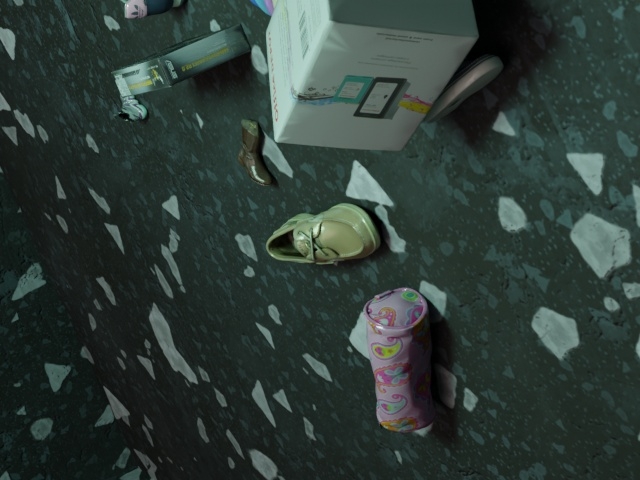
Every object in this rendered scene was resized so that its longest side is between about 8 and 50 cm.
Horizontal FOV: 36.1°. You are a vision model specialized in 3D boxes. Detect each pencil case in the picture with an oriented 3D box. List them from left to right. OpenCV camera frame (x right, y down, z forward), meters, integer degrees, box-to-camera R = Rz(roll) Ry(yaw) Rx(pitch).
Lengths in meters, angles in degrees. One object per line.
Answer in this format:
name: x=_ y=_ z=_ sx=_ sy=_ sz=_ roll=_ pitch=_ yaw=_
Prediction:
pencil case: x=0.146 y=0.223 z=1.795 sx=0.124 sy=0.124 sz=0.284 roll=32 pitch=143 yaw=40

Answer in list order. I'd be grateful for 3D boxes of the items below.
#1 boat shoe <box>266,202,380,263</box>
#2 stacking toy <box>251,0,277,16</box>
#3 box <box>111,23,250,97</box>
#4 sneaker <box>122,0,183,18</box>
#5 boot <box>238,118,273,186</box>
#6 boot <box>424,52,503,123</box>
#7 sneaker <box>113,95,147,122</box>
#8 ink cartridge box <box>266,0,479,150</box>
boat shoe: x=0.000 y=0.000 z=1.830 sx=0.302 sy=0.098 sz=0.109 roll=-1 pitch=116 yaw=58
stacking toy: x=-0.095 y=-0.428 z=1.550 sx=0.330 sy=0.141 sz=0.141 roll=34 pitch=144 yaw=45
box: x=-0.266 y=-0.335 z=1.844 sx=0.231 sy=0.183 sz=0.056 roll=4 pitch=119 yaw=56
sneaker: x=-0.405 y=-0.549 z=1.911 sx=0.319 sy=0.131 sz=0.112 roll=45 pitch=149 yaw=25
boot: x=-0.125 y=-0.175 z=1.933 sx=0.106 sy=0.037 sz=0.114 roll=43 pitch=143 yaw=23
boot: x=0.176 y=-0.233 z=1.358 sx=0.086 sy=0.069 sz=0.190 roll=63 pitch=153 yaw=4
sneaker: x=-0.457 y=-0.309 z=2.291 sx=0.098 sy=0.069 sz=0.038 roll=41 pitch=146 yaw=30
ink cartridge box: x=0.054 y=-0.274 z=1.306 sx=0.270 sy=0.197 sz=0.198 roll=123 pitch=146 yaw=-59
